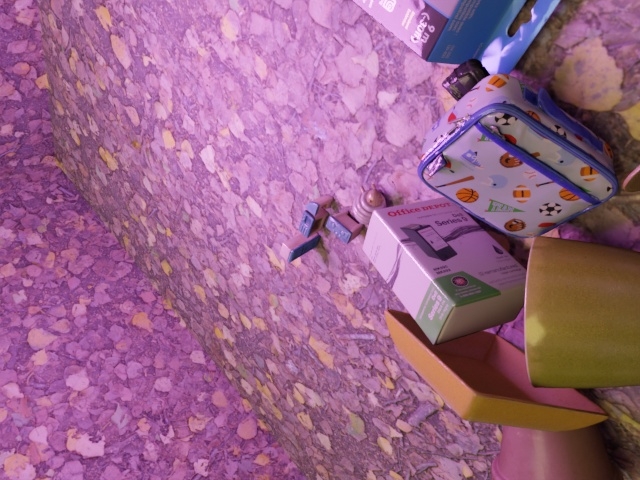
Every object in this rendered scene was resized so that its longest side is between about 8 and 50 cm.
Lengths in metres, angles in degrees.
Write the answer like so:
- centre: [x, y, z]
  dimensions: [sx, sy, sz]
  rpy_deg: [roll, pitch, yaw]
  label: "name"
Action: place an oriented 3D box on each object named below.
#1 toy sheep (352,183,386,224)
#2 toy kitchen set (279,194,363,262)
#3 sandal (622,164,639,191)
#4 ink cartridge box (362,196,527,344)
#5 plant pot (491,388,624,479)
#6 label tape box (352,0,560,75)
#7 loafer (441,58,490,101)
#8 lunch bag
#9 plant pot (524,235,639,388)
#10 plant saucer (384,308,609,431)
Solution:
- centre: [0.121, -0.085, 1.252]
  dimensions: [0.091, 0.091, 0.132]
  rpy_deg: [47, 154, 16]
  label: "toy sheep"
- centre: [0.000, 0.000, 1.406]
  dimensions: [0.166, 0.122, 0.207]
  rpy_deg: [42, 139, 21]
  label: "toy kitchen set"
- centre: [0.547, -0.176, 0.744]
  dimensions: [0.240, 0.088, 0.079]
  rpy_deg: [-52, 42, 43]
  label: "sandal"
- centre: [0.249, 0.047, 1.022]
  dimensions: [0.289, 0.211, 0.121]
  rpy_deg: [55, 146, 41]
  label: "ink cartridge box"
- centre: [0.492, 0.433, 1.069]
  dimensions: [0.263, 0.263, 0.229]
  rpy_deg: [-6, 92, 50]
  label: "plant pot"
- centre: [0.219, -0.452, 0.844]
  dimensions: [0.347, 0.115, 0.249]
  rpy_deg: [48, 142, 17]
  label: "label tape box"
- centre: [0.307, -0.226, 0.909]
  dimensions: [0.078, 0.076, 0.223]
  rpy_deg: [-30, 117, 34]
  label: "loafer"
- centre: [0.331, -0.136, 0.854]
  dimensions: [0.304, 0.114, 0.243]
  rpy_deg: [27, 147, -16]
  label: "lunch bag"
- centre: [0.518, 0.128, 0.832]
  dimensions: [0.294, 0.275, 0.274]
  rpy_deg: [0, 115, 31]
  label: "plant pot"
- centre: [0.317, 0.264, 0.986]
  dimensions: [0.080, 0.333, 0.333]
  rpy_deg: [-70, 24, 10]
  label: "plant saucer"
